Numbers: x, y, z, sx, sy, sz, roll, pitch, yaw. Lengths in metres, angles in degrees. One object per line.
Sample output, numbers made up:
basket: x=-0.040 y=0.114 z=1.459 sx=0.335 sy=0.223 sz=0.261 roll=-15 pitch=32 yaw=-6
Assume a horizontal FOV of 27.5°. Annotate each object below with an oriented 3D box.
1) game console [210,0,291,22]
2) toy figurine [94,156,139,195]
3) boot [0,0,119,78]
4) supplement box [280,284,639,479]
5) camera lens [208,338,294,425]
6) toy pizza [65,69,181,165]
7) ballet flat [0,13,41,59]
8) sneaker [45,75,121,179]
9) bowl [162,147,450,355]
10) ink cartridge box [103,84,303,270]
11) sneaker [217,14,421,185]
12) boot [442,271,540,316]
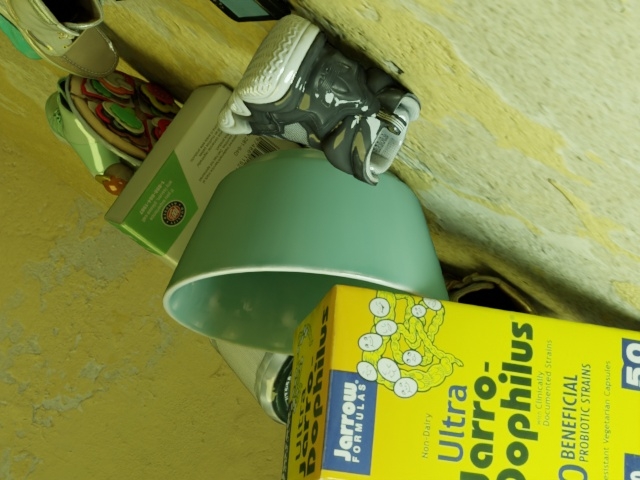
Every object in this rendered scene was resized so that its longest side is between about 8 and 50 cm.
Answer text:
game console: x=-0.103 y=-0.205 z=1.142 sx=0.107 sy=0.071 sz=0.122 roll=39 pitch=170 yaw=-26
toy figurine: x=-0.202 y=-0.063 z=1.935 sx=0.209 sy=0.148 sz=0.213 roll=27 pitch=168 yaw=36
boot: x=-0.291 y=-0.255 z=1.522 sx=0.213 sy=0.077 sz=0.165 roll=42 pitch=165 yaw=-36
supplement box: x=0.154 y=0.185 z=1.328 sx=0.356 sy=0.194 sz=0.195 roll=9 pitch=159 yaw=-11
camera lens: x=-0.047 y=0.132 z=1.996 sx=0.274 sy=0.219 sz=0.219 roll=45 pitch=180 yaw=42
toy pizza: x=-0.227 y=-0.160 z=1.652 sx=0.201 sy=0.032 sz=0.201 roll=29 pitch=-152 yaw=-17
ballet flat: x=-0.390 y=-0.312 z=1.605 sx=0.087 sy=0.083 sz=0.247 roll=-3 pitch=149 yaw=33
sneaker: x=-0.372 y=-0.211 z=2.023 sx=0.256 sy=0.094 sz=0.151 roll=45 pitch=156 yaw=46
bowl: x=-0.007 y=0.010 z=1.408 sx=0.311 sy=0.163 sz=0.311 roll=4 pitch=159 yaw=1
ink cartridge box: x=-0.084 y=-0.023 z=1.572 sx=0.278 sy=0.201 sz=0.117 roll=38 pitch=171 yaw=-19
sneaker: x=-0.002 y=-0.112 z=1.174 sx=0.153 sy=0.101 sz=0.268 roll=32 pitch=174 yaw=-7
boot: x=0.142 y=0.072 z=1.597 sx=0.262 sy=0.095 sz=0.203 roll=30 pitch=171 yaw=2
